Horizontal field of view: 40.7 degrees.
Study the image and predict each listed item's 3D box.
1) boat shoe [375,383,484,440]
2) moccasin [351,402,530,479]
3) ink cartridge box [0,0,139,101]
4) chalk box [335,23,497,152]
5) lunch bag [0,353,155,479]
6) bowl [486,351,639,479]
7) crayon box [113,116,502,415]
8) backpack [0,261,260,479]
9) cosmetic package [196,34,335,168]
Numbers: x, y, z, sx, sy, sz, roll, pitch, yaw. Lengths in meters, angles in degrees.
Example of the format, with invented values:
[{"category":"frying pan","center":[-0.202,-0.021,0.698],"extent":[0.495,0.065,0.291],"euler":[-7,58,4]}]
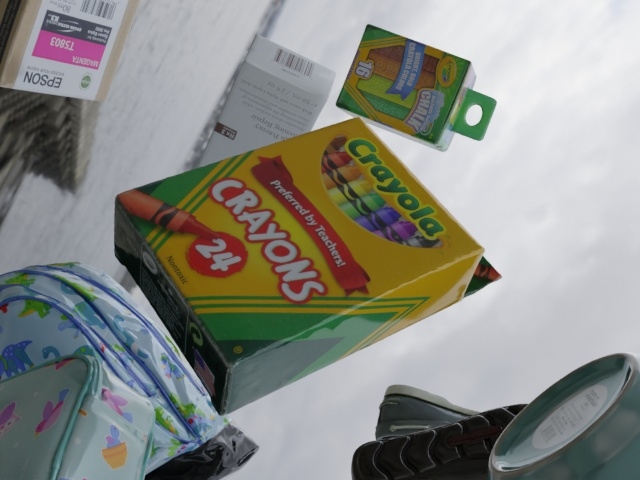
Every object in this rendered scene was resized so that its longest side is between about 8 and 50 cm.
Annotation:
[{"category":"boat shoe","center":[0.240,0.331,1.384],"extent":[0.116,0.319,0.099],"euler":[88,25,-51]},{"category":"moccasin","center":[0.235,0.328,1.193],"extent":[0.139,0.380,0.147],"euler":[-104,179,-56]},{"category":"ink cartridge box","center":[-0.405,-0.325,1.328],"extent":[0.234,0.088,0.193],"euler":[-7,122,-64]},{"category":"chalk box","center":[0.153,-0.216,1.290],"extent":[0.132,0.213,0.132],"euler":[-1,112,-76]},{"category":"lunch bag","center":[-0.270,0.242,0.723],"extent":[0.224,0.108,0.279],"euler":[-19,-140,25]},{"category":"bowl","center":[0.277,0.223,0.814],"extent":[0.311,0.163,0.311],"euler":[-41,180,0]},{"category":"crayon box","center":[0.000,0.000,0.789],"extent":[0.318,0.202,0.081],"euler":[-22,146,-29]},{"category":"backpack","center":[-0.301,0.193,1.074],"extent":[0.290,0.356,0.273],"euler":[-33,167,16]},{"category":"cosmetic package","center":[-0.081,-0.138,1.128],"extent":[0.085,0.117,0.231],"euler":[-75,-169,-51]}]
